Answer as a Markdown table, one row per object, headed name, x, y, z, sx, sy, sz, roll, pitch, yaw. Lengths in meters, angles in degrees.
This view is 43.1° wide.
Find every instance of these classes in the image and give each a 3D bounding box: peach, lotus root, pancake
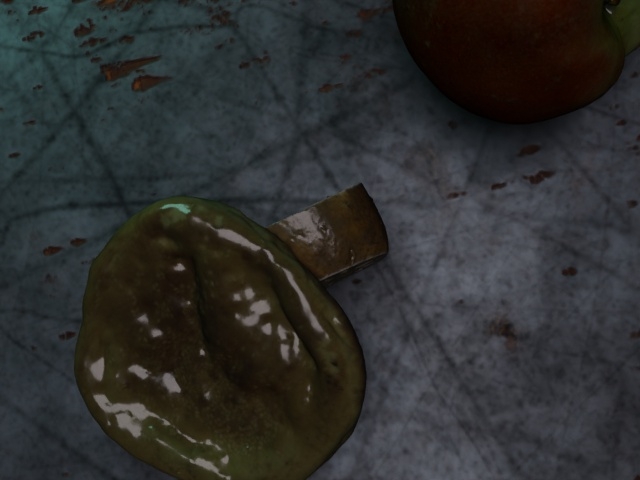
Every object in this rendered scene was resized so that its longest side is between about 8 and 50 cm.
| name | x | y | z | sx | sy | sz | roll | pitch | yaw |
| --- | --- | --- | --- | --- | --- | --- | --- | --- | --- |
| peach | 0.183 | -0.236 | 0.719 | 0.252 | 0.252 | 0.252 | 0 | 83 | 4 |
| lotus root | 0.000 | 0.000 | 0.758 | 0.122 | 0.112 | 0.081 | -25 | 83 | 0 |
| pancake | -0.101 | 0.110 | 0.742 | 0.294 | 0.049 | 0.294 | 4 | 106 | 14 |
